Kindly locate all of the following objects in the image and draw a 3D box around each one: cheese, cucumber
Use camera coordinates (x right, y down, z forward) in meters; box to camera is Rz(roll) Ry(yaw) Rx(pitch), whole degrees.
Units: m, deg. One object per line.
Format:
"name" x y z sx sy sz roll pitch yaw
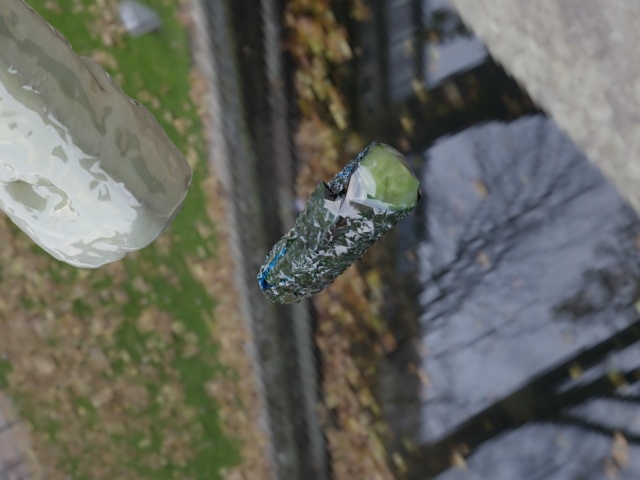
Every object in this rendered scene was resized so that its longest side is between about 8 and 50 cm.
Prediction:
"cheese" -0.115 -0.061 0.514 0.065 0.043 0.194 -15 134 38
"cucumber" 0.001 0.001 0.977 0.043 0.044 0.256 59 160 5
